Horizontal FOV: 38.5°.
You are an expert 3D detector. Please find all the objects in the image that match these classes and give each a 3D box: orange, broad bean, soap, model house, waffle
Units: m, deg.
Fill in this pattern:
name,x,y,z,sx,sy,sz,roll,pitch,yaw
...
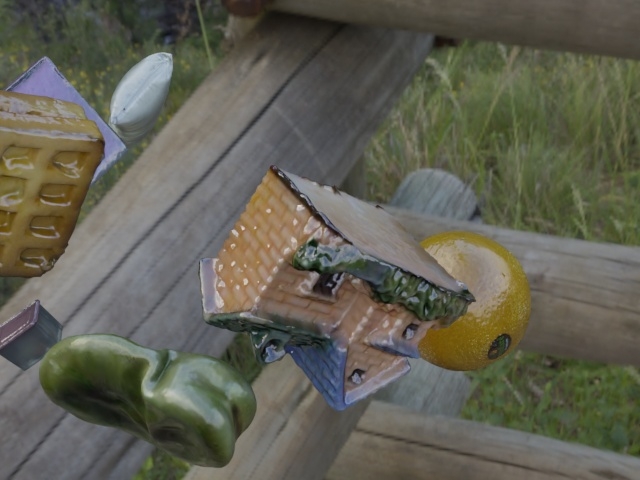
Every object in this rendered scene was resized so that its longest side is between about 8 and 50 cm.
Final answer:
name,x,y,z,sx,sy,sz,roll,pitch,yaw
orange,0.217,0.094,1.431,0.236,0.236,0.236,-3,50,4
broad bean,-0.156,0.146,0.843,0.207,0.153,0.072,9,43,26
soap,-0.420,-0.105,1.270,0.259,0.181,0.081,-50,23,-22
model house,-0.003,0.052,0.807,0.172,0.183,0.166,-54,41,13
waffle,-0.421,-0.066,1.017,0.328,0.224,0.098,4,31,-44

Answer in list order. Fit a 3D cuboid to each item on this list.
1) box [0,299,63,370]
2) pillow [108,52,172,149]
name,x,y,z,sx,sy,sz,roll,pitch,yaw
box,-0.422,0.140,1.331,0.085,0.063,0.060,-35,31,11
pillow,-0.301,-0.214,1.487,0.078,0.254,0.144,31,77,-10
